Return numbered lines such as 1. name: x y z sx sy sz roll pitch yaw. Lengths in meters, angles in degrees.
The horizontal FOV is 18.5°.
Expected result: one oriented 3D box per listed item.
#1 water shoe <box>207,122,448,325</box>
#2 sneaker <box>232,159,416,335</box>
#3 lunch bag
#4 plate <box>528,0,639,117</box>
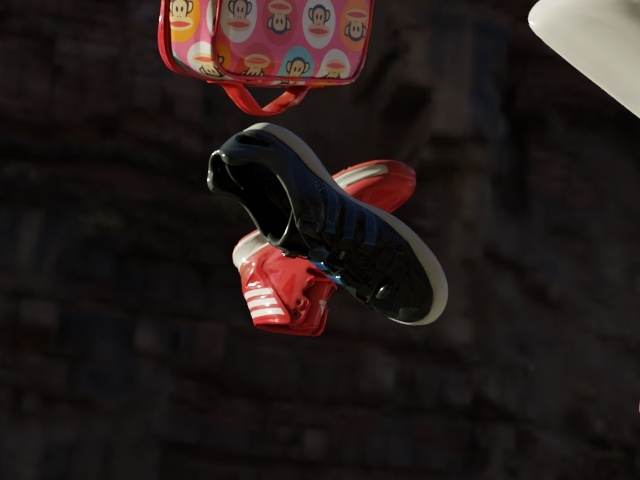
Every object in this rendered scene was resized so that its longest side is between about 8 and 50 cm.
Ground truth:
1. water shoe: 0.000 0.000 1.438 0.203 0.080 0.073 40 -52 13
2. sneaker: 0.016 0.021 1.933 0.221 0.128 0.087 -34 -37 31
3. lunch bag: -0.057 -0.274 2.297 0.120 0.258 0.293 6 3 39
4. plate: 0.295 -0.106 1.004 0.277 0.278 0.045 -32 -30 -28
